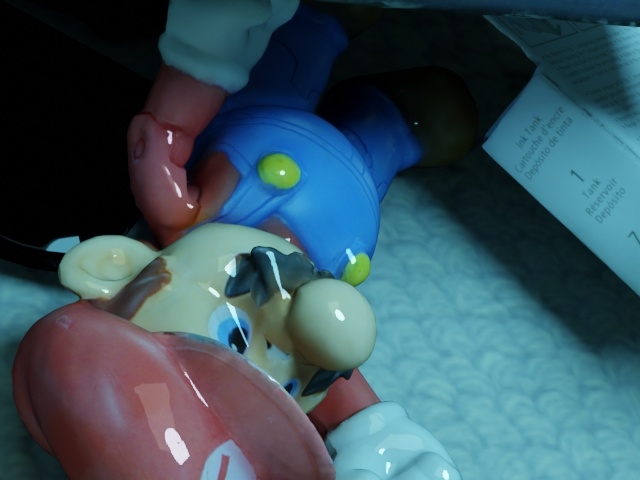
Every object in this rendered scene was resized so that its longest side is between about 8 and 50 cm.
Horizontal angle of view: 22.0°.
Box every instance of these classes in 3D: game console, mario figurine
[{"bbox_3d":[-0.135,-0.135,0.834,0.213,0.044,0.361,28,47,3],"label":"game console"},{"bbox_3d":[0.000,0.000,0.692,0.198,0.170,0.321,25,46,-1],"label":"mario figurine"}]

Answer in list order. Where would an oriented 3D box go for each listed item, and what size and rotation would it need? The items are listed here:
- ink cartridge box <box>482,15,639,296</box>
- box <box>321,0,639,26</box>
[{"bbox_3d":[0.168,-0.091,0.862,0.239,0.060,0.275,45,36,18],"label":"ink cartridge box"},{"bbox_3d":[-0.036,-0.306,0.719,0.471,0.297,0.480,4,24,-16],"label":"box"}]
